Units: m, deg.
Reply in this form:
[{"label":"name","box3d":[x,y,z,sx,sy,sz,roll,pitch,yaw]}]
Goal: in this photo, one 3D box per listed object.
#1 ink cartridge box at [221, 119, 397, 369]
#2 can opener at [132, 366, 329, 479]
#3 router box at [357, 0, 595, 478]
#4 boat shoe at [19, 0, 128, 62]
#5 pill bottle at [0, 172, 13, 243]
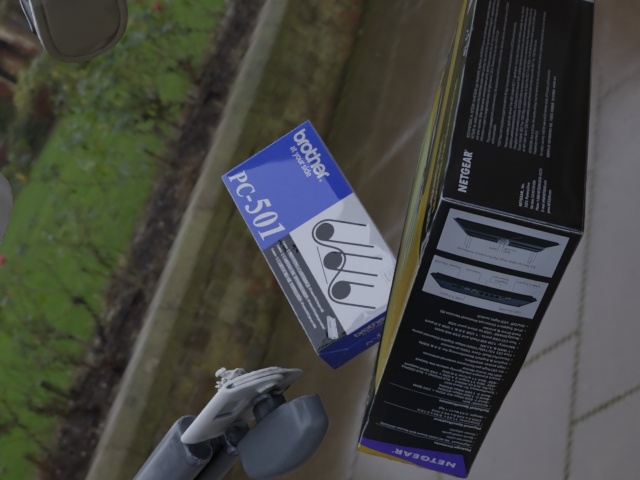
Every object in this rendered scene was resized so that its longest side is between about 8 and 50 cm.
[{"label":"ink cartridge box","box3d":[0.000,0.000,1.018,0.097,0.046,0.207,-33,58,4]},{"label":"can opener","box3d":[-0.091,0.184,0.980,0.280,0.074,0.093,-47,58,48]},{"label":"router box","box3d":[0.108,-0.038,0.782,0.243,0.081,0.308,103,-178,-46]},{"label":"boat shoe","box3d":[-0.142,-0.183,0.616,0.065,0.075,0.206,59,159,27]},{"label":"pill bottle","box3d":[-0.265,-0.051,0.584,0.121,0.216,0.121,-21,50,27]}]
